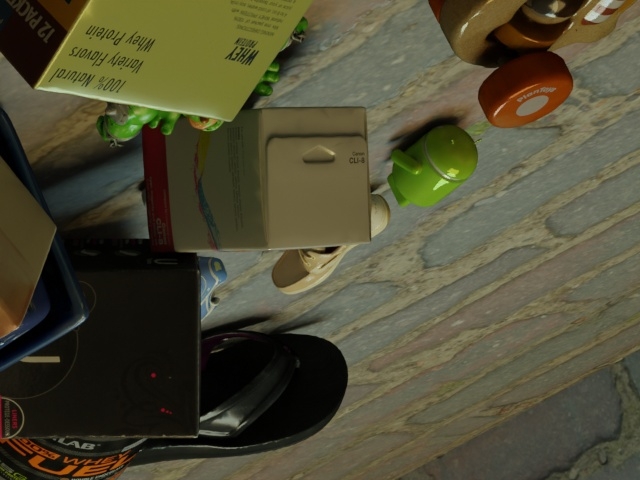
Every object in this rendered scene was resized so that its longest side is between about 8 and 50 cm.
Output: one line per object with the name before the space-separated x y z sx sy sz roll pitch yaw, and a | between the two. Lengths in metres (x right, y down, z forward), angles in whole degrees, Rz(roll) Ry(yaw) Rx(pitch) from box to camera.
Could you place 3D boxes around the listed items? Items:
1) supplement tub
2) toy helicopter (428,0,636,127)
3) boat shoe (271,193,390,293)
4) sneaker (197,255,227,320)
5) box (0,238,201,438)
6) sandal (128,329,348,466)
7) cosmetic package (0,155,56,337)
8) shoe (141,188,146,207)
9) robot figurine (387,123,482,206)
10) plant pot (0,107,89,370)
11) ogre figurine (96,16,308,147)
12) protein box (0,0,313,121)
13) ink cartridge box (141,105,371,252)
supplement tub | -0.262 0.147 2.069 0.207 0.207 0.338 -12 160 -26
toy helicopter | 0.269 -0.248 1.655 0.355 0.140 0.235 -20 158 -10
boat shoe | 0.000 0.000 2.188 0.170 0.063 0.059 -40 154 23
sneaker | -0.157 0.078 2.195 0.081 0.080 0.211 -12 162 -17
box | -0.248 0.090 1.802 0.270 0.165 0.143 -1 -168 -6
sandal | -0.145 0.191 2.429 0.445 0.167 0.107 -11 142 -31
cosmetic package | -0.326 -0.054 1.259 0.153 0.296 0.129 -27 -153 21
shoe | -0.084 -0.040 1.929 0.178 0.081 0.063 -16 161 -16
robot figurine | 0.123 -0.080 2.073 0.101 0.067 0.115 -6 157 -42
plant pot | -0.342 0.017 1.578 0.236 0.236 0.212 -30 168 23
ogre figurine | -0.109 -0.137 1.613 0.197 0.097 0.118 -9 -178 10
protein box | -0.103 -0.204 1.237 0.200 0.136 0.201 5 126 -54
ink cartridge box | -0.057 -0.055 1.744 0.128 0.127 0.176 -4 -178 -40
